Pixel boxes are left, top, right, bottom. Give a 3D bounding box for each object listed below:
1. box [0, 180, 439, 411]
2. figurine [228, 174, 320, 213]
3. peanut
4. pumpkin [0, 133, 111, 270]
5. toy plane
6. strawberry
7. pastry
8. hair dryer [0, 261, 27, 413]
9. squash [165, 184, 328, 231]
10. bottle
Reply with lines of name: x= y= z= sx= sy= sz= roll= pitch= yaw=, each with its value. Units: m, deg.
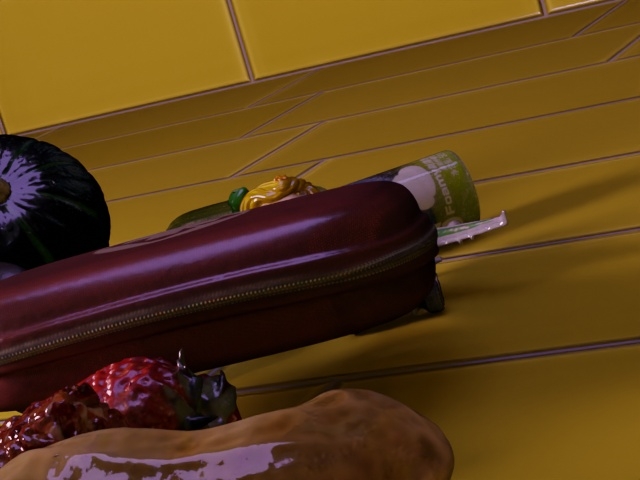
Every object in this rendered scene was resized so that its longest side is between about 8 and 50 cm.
box: x=-0.103 y=0.043 z=1.471 sx=0.404 sy=0.108 sz=0.263 roll=-14 pitch=4 yaw=8
figurine: x=-0.023 y=-0.020 z=2.030 sx=0.156 sy=0.094 sz=0.115 roll=6 pitch=-8 yaw=40
peanut: x=-0.067 y=0.167 z=1.114 sx=0.306 sy=0.147 sz=0.147 roll=-12 pitch=12 yaw=4
pumpkin: x=-0.355 y=0.014 z=2.015 sx=0.248 sy=0.248 sz=0.248 roll=-16 pitch=12 yaw=3
toy plane: x=0.055 y=0.021 z=1.700 sx=0.251 sy=0.101 sz=0.255 roll=-16 pitch=8 yaw=5
strawberry: x=-0.130 y=0.147 z=1.327 sx=0.148 sy=0.131 sz=0.131 roll=-27 pitch=9 yaw=15
pastry: x=-0.207 y=0.172 z=1.245 sx=0.208 sy=0.097 sz=0.115 roll=-34 pitch=20 yaw=35
hair dryer: x=-0.411 y=0.146 z=1.656 sx=0.320 sy=0.155 sz=0.284 roll=-33 pitch=29 yaw=-30
squash: x=-0.080 y=-0.021 z=2.145 sx=0.239 sy=0.069 sz=0.069 roll=-12 pitch=13 yaw=25
bottle: x=0.000 y=0.000 z=1.885 sx=0.330 sy=0.093 sz=0.093 roll=-20 pitch=12 yaw=-14
